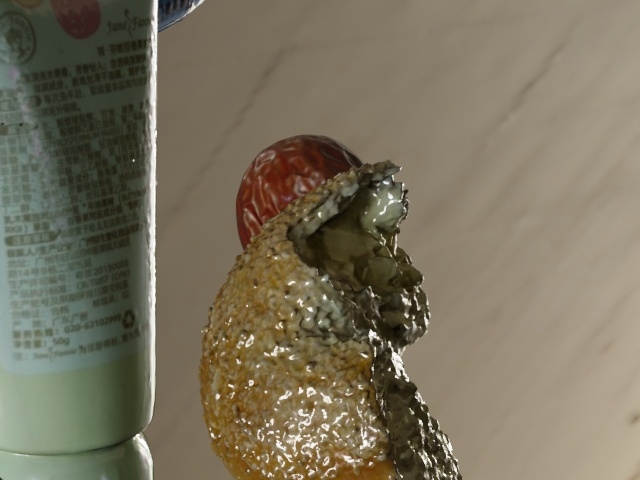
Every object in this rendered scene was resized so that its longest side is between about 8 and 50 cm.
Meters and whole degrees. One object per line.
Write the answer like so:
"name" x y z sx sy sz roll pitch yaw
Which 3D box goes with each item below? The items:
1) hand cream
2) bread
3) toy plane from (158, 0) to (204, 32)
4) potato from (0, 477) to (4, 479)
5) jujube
"hand cream" -0.123 -0.008 0.894 0.147 0.093 0.306 -16 -66 -50
"bread" -0.009 0.095 1.511 0.192 0.314 0.171 -14 -24 23
"toy plane" -0.137 -0.147 1.139 0.254 0.105 0.271 -30 17 36
"potato" -0.138 0.127 0.637 0.066 0.096 0.103 24 -90 -38
"jujube" 0.000 0.000 2.046 0.168 0.236 0.168 -17 -31 -11
